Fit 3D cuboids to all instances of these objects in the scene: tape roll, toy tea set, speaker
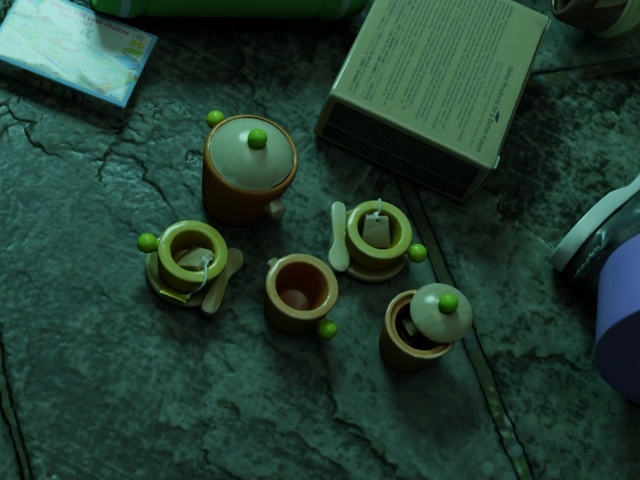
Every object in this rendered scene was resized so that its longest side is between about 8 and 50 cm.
[{"bbox_3d":[0.407,0.084,1.322,0.274,0.275,0.090,14,60,-7],"label":"tape roll"},{"bbox_3d":[0.000,0.000,1.345,0.336,0.124,0.200,20,58,-4],"label":"toy tea set"},{"bbox_3d":[-0.099,-0.303,1.486,0.296,0.131,0.131,-2,62,-17],"label":"speaker"}]

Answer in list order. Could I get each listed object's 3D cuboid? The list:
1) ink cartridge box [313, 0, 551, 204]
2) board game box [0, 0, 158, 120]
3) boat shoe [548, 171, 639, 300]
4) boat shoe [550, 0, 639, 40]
[{"bbox_3d":[0.124,-0.183,1.503,0.193,0.088,0.235,26,58,-2],"label":"ink cartridge box"},{"bbox_3d":[-0.262,-0.199,1.442,0.154,0.026,0.103,22,58,-3],"label":"board game box"},{"bbox_3d":[0.375,-0.042,1.487,0.302,0.114,0.091,-42,78,-18],"label":"boat shoe"},{"bbox_3d":[0.345,-0.409,1.576,0.123,0.123,0.342,10,102,-29],"label":"boat shoe"}]
